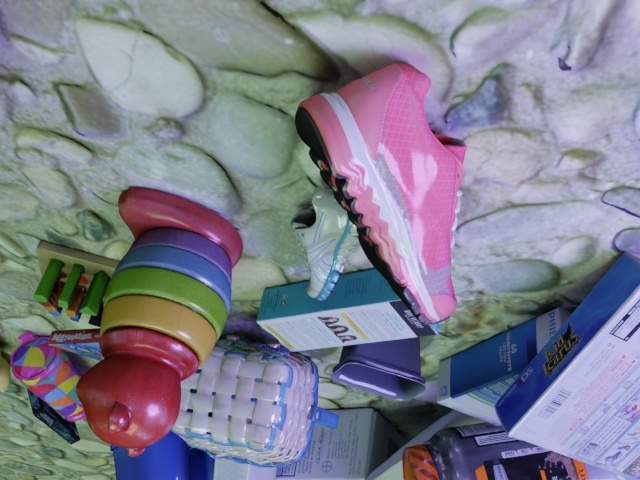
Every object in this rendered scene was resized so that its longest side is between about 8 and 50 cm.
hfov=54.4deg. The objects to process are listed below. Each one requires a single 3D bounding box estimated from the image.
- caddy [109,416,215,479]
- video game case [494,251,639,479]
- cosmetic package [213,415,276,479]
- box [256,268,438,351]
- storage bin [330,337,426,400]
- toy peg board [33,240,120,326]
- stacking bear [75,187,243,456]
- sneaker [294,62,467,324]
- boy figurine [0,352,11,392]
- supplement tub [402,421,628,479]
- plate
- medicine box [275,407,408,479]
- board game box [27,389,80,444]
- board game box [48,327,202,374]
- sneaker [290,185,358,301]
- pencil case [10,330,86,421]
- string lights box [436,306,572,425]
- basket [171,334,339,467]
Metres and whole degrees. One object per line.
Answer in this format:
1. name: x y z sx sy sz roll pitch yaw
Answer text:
1. caddy: -0.335 0.481 1.423 0.241 0.179 0.341 7 151 -37
2. video game case: 0.402 0.176 0.802 0.244 0.061 0.270 25 113 -18
3. cosmetic package: -0.145 0.443 1.211 0.085 0.231 0.117 9 -171 25
4. box: 0.037 0.100 0.889 0.244 0.060 0.100 -12 139 28
5. storage bin: 0.091 0.181 0.963 0.135 0.091 0.098 20 144 -12
6. toy peg board: -0.363 0.094 0.969 0.161 0.079 0.161 16 144 -8
7. stacking bear: -0.202 0.107 0.762 0.164 0.289 0.175 10 145 1
8. sneaker: 0.100 -0.034 0.623 0.136 0.116 0.314 -33 129 -2
9. boy figurine: -0.728 0.273 1.303 0.285 0.092 0.177 -21 132 40
10. supplement tub: 0.322 0.412 1.062 0.337 0.207 0.207 -7 144 -4
11. plate: 0.235 0.440 1.232 0.277 0.045 0.278 -37 133 2
12. medicine box: 0.032 0.488 1.356 0.289 0.149 0.263 -10 140 27
13. board game box: -0.587 0.357 1.361 0.026 0.126 0.186 -26 145 -13
14. board game box: -0.317 0.202 1.096 0.145 0.027 0.281 -7 155 22
15. sneaker: 0.000 0.000 0.765 0.082 0.071 0.191 19 136 -1
16. pencil case: -0.530 0.279 1.257 0.104 0.104 0.236 4 142 9
17. string lights box: 0.312 0.202 0.948 0.133 0.077 0.259 25 142 -20
18. basket: -0.110 0.273 1.053 0.254 0.201 0.289 7 158 13
